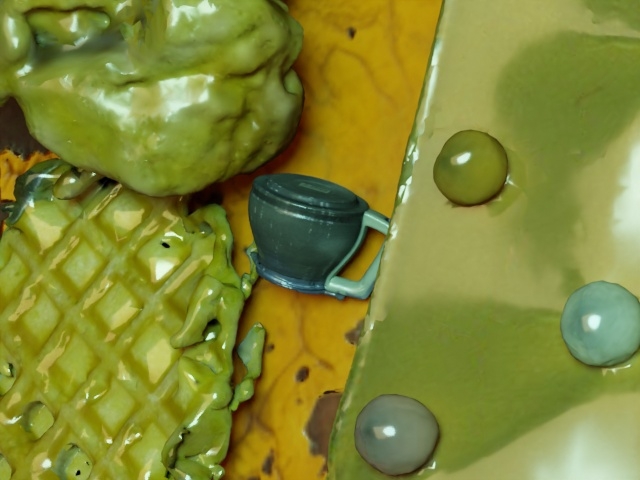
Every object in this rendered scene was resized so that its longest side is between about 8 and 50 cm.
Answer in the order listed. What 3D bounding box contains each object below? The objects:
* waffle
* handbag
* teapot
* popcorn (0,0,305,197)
[{"bbox_3d":[-0.153,0.078,0.931,0.262,0.060,0.281,-11,71,29],"label":"waffle"},{"bbox_3d":[0.174,-0.024,0.730,0.283,0.133,0.401,13,84,28],"label":"handbag"},{"bbox_3d":[0.000,0.000,0.866,0.088,0.066,0.057,17,106,12],"label":"teapot"},{"bbox_3d":[-0.127,-0.176,0.891,0.265,0.225,0.332,-28,79,42],"label":"popcorn"}]
